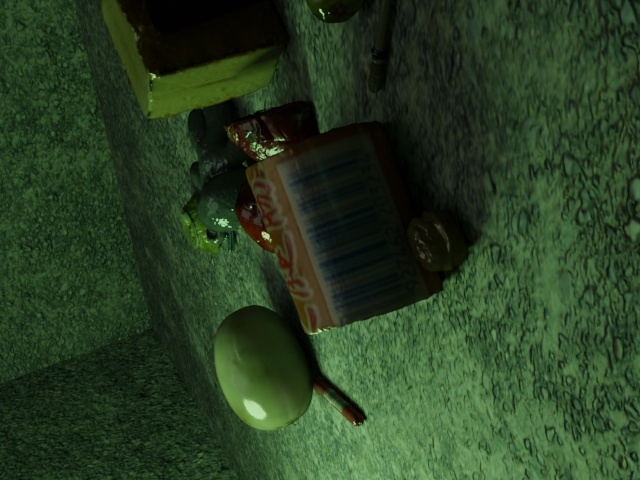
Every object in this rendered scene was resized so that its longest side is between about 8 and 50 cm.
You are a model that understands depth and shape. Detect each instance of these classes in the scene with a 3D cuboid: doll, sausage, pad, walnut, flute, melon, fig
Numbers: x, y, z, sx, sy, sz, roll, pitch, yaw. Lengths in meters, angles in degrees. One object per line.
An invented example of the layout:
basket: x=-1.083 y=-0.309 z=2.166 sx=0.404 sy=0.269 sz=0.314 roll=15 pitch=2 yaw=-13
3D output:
doll: x=-0.212 y=-0.176 z=2.051 sx=0.246 sy=0.158 sz=0.340 roll=-37 pitch=55 yaw=37
sausage: x=0.038 y=-0.017 z=1.372 sx=0.287 sy=0.233 sz=0.233 roll=68 pitch=160 yaw=1
pad: x=-0.222 y=-0.548 z=1.567 sx=0.055 sy=0.250 sz=0.323 roll=68 pitch=-177 yaw=-73
sausage: x=0.038 y=0.369 z=2.016 sx=0.253 sy=0.034 sz=0.034 roll=31 pitch=137 yaw=61
walnut: x=0.168 y=0.002 z=1.269 sx=0.082 sy=0.079 sz=0.096 roll=101 pitch=147 yaw=-57
flute: x=0.090 y=-0.306 z=1.265 sx=0.027 sy=0.027 sz=0.233 roll=57 pitch=156 yaw=33
melon: x=-0.141 y=0.314 z=2.151 sx=0.316 sy=0.223 sz=0.223 roll=64 pitch=159 yaw=10
fig: x=0.003 y=-0.399 z=1.312 sx=0.166 sy=0.093 sz=0.093 roll=62 pitch=159 yaw=23

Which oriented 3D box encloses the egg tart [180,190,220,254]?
egg tart: x=-0.354 y=-0.043 z=2.584 sx=0.197 sy=0.078 sz=0.197 roll=49 pitch=151 yaw=40

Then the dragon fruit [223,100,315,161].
dragon fruit: x=-0.091 y=-0.191 z=1.664 sx=0.127 sy=0.161 sz=0.120 roll=-152 pitch=46 yaw=-77

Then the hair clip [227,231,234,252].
hair clip: x=-0.266 y=-0.072 z=2.377 sx=0.039 sy=0.070 sz=0.229 roll=20 pitch=135 yaw=60

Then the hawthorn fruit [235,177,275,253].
hawthorn fruit: x=-0.096 y=-0.059 z=1.786 sx=0.173 sy=0.174 sz=0.179 roll=64 pitch=158 yaw=18

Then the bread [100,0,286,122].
bread: x=-0.249 y=-0.410 z=1.682 sx=0.279 sy=0.279 sz=0.207 roll=62 pitch=160 yaw=13
